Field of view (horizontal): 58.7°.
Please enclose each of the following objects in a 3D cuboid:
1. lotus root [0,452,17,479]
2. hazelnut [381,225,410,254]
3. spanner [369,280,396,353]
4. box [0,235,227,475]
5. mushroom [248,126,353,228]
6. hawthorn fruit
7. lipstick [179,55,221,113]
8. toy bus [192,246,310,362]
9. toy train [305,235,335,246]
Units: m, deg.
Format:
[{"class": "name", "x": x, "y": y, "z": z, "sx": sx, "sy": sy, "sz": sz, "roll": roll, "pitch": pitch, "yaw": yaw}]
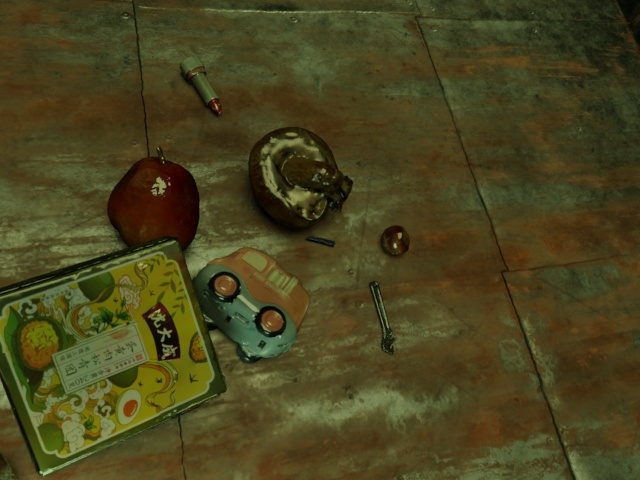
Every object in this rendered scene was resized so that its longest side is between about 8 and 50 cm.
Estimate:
[{"class": "lotus root", "x": -0.656, "y": 0.481, "z": 1.129, "sx": 0.081, "sy": 0.112, "sz": 0.122, "roll": -29, "pitch": 109, "yaw": -35}, {"class": "hazelnut", "x": 0.215, "y": -0.002, "z": 1.631, "sx": 0.086, "sy": 0.086, "sz": 0.086, "roll": 6, "pitch": 65, "yaw": -14}, {"class": "spanner", "x": 0.168, "y": 0.209, "z": 1.556, "sx": 0.046, "sy": 0.012, "sz": 0.209, "roll": -7, "pitch": 69, "yaw": -18}, {"class": "box", "x": -0.453, "y": 0.226, "z": 1.211, "sx": 0.420, "sy": 0.138, "sz": 0.373, "roll": -19, "pitch": 99, "yaw": -24}, {"class": "mushroom", "x": -0.054, "y": -0.162, "z": 1.549, "sx": 0.283, "sy": 0.195, "sz": 0.263, "roll": 25, "pitch": 69, "yaw": 13}, {"class": "hawthorn fruit", "x": -0.397, "y": -0.098, "z": 1.381, "sx": 0.224, "sy": 0.261, "sz": 0.224, "roll": 15, "pitch": 30, "yaw": -9}, {"class": "lipstick", "x": -0.342, "y": -0.447, "z": 1.671, "sx": 0.063, "sy": 0.057, "sz": 0.186, "roll": -28, "pitch": 83, "yaw": -26}, {"class": "toy bus", "x": -0.159, "y": 0.138, "z": 1.393, "sx": 0.287, "sy": 0.194, "sz": 0.232, "roll": 38, "pitch": 54, "yaw": 2}, {"class": "toy train", "x": 0.000, "y": 0.000, "z": 1.594, "sx": 0.083, "sy": 0.017, "sz": 0.017, "roll": 14, "pitch": 61, "yaw": -11}]
